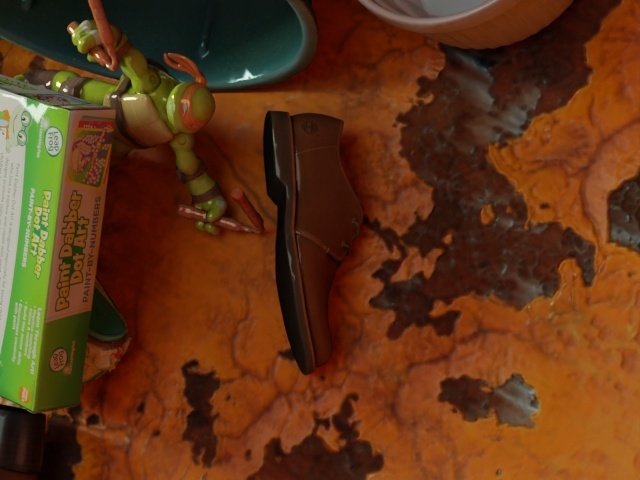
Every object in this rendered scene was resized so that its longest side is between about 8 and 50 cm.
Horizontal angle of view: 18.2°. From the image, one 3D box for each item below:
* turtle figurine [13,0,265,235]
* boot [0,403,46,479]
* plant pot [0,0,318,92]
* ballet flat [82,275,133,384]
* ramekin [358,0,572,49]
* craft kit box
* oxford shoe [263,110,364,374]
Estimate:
[{"bbox_3d":[-0.160,-0.114,1.642,0.217,0.269,0.087,-3,43,45],"label":"turtle figurine"},{"bbox_3d":[-0.360,0.267,1.714,0.264,0.096,0.280,9,87,23],"label":"boot"},{"bbox_3d":[-0.133,-0.343,1.623,0.341,0.341,0.334,2,69,30],"label":"plant pot"},{"bbox_3d":[-0.242,0.028,1.705,0.077,0.091,0.241,-56,50,33],"label":"ballet flat"},{"bbox_3d":[0.120,-0.247,1.563,0.207,0.109,0.207,-9,71,27],"label":"ramekin"},{"bbox_3d":[-0.282,-0.014,1.646,0.246,0.061,0.250,20,107,41],"label":"craft kit box"},{"bbox_3d":[0.000,0.000,1.586,0.076,0.076,0.212,-1,83,-12],"label":"oxford shoe"}]
